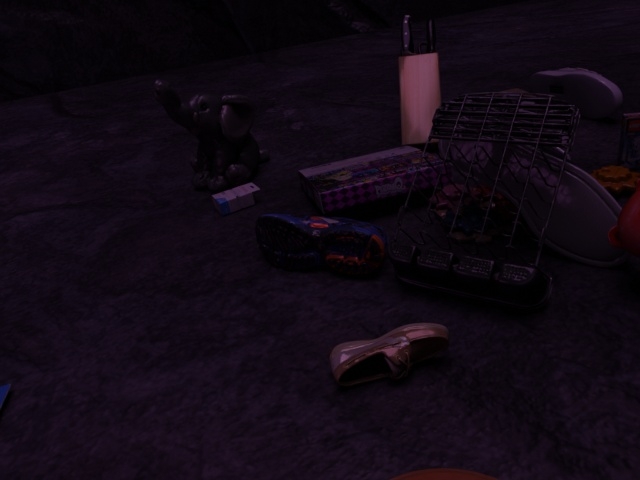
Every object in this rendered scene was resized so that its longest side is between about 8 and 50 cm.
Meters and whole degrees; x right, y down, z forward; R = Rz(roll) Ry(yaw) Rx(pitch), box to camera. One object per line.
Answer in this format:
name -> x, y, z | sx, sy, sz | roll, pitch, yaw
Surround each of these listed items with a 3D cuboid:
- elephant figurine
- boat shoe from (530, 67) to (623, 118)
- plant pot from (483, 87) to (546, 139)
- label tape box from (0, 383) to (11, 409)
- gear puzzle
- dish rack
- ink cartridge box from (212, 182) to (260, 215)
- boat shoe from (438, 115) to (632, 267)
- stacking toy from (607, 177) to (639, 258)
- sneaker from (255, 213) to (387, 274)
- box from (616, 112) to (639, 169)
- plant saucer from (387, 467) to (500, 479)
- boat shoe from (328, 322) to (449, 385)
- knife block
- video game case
elephant figurine -> -0.211, -0.235, 1.110 | 0.169, 0.240, 0.186 | -8, 29, 3
boat shoe -> 0.582, -0.337, 1.214 | 0.088, 0.096, 0.267 | -20, 22, -9
plant pot -> 0.382, -0.247, 1.104 | 0.109, 0.096, 0.109 | -13, 30, -5
label tape box -> -0.530, 0.227, 0.525 | 0.347, 0.115, 0.249 | -13, 30, -4
gear puzzle -> 0.350, -0.076, 0.865 | 0.338, 0.044, 0.175 | -10, 29, -2
dish rack -> 0.211, -0.064, 0.704 | 0.208, 0.074, 0.272 | 12, 75, 32
ink cartridge box -> -0.158, -0.080, 1.037 | 0.083, 0.028, 0.048 | -22, 32, -20
boat shoe -> 0.308, -0.084, 0.764 | 0.302, 0.114, 0.091 | 46, 39, 20
stacking toy -> 0.435, -0.106, 0.546 | 0.130, 0.279, 0.309 | 29, 87, 17
sneaker -> 0.000, 0.000, 0.819 | 0.221, 0.083, 0.087 | 12, 22, 24
box -> 0.576, -0.168, 0.911 | 0.136, 0.094, 0.027 | -1, 31, 13
plant saucer -> 0.095, 0.244, 0.388 | 0.199, 0.037, 0.200 | -7, 30, 4
boat shoe -> 0.077, 0.128, 0.590 | 0.135, 0.050, 0.045 | -17, 32, 6
knife block -> 0.215, -0.352, 1.189 | 0.088, 0.242, 0.276 | -4, 30, 12
video game case -> 0.089, -0.117, 0.987 | 0.231, 0.042, 0.210 | -14, 19, -9
